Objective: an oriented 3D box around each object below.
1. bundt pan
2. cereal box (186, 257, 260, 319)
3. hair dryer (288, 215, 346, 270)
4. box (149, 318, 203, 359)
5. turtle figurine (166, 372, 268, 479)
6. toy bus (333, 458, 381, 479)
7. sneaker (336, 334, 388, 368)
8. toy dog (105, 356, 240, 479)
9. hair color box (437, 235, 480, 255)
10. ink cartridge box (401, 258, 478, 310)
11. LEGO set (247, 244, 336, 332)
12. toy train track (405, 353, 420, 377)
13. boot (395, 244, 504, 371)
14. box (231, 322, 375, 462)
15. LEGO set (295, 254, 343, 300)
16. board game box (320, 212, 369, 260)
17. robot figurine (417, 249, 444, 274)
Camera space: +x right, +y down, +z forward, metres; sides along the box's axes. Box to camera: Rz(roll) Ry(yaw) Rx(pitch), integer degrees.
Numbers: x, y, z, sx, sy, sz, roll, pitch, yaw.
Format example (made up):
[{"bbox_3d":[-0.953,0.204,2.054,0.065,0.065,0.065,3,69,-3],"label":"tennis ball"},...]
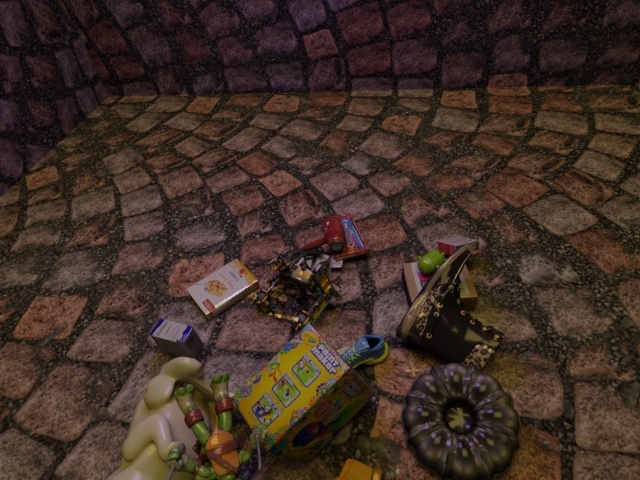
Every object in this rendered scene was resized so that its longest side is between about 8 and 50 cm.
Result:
[{"bbox_3d":[0.380,0.486,1.121,0.331,0.124,0.330,-8,56,13],"label":"bundt pan"},{"bbox_3d":[-0.388,0.189,1.633,0.240,0.047,0.173,-34,50,-24],"label":"cereal box"},{"bbox_3d":[0.000,0.000,1.687,0.224,0.080,0.293,15,54,41],"label":"hair dryer"},{"bbox_3d":[-0.502,0.348,1.437,0.137,0.126,0.072,9,49,16],"label":"box"},{"bbox_3d":[-0.234,0.435,0.921,0.198,0.274,0.266,-32,59,2],"label":"turtle figurine"},{"bbox_3d":[0.043,0.710,0.998,0.108,0.130,0.332,16,50,22],"label":"toy bus"},{"bbox_3d":[0.106,0.363,1.335,0.240,0.126,0.091,-18,46,-10],"label":"sneaker"},{"bbox_3d":[-0.441,0.569,1.085,0.396,0.284,0.407,-16,34,23],"label":"toy dog"},{"bbox_3d":[0.537,0.024,1.603,0.093,0.053,0.167,-14,7,-6],"label":"hair color box"},{"bbox_3d":[0.433,0.168,1.512,0.235,0.088,0.193,-7,46,2],"label":"ink cartridge box"},{"bbox_3d":[-0.118,0.165,1.468,0.255,0.192,0.331,-44,44,-18],"label":"LEGO set"},{"bbox_3d":[0.302,0.408,1.343,0.048,0.014,0.083,-4,45,4],"label":"toy train track"},{"bbox_3d":[0.458,0.232,1.329,0.284,0.138,0.377,35,80,18],"label":"boot"},{"bbox_3d":[-0.033,0.427,1.130,0.279,0.290,0.177,-44,53,-8],"label":"box"},{"bbox_3d":[-0.002,0.155,1.630,0.183,0.060,0.244,-4,38,12],"label":"LEGO set"},{"bbox_3d":[0.098,-0.022,1.767,0.145,0.027,0.281,-15,39,-5],"label":"board game box"},{"bbox_3d":[0.402,0.079,1.489,0.115,0.067,0.101,-29,38,-27],"label":"robot figurine"}]
